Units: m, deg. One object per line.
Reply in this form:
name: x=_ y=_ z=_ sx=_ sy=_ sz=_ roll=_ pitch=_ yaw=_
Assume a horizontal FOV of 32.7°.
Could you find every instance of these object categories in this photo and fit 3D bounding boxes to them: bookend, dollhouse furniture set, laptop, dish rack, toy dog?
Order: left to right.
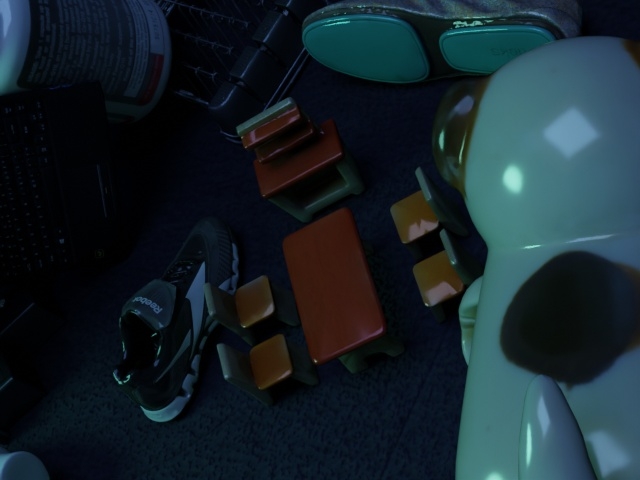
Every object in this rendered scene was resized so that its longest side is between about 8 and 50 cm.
laptop: x=-0.336 y=-0.020 z=1.160 sx=0.264 sy=0.234 sz=0.136 roll=-13 pitch=35 yaw=-16
bookend: x=-0.366 y=0.126 z=1.285 sx=0.156 sy=0.072 sz=0.157 roll=-42 pitch=52 yaw=6
dish rack: x=-0.138 y=-0.252 z=1.349 sx=0.272 sy=0.074 sz=0.208 roll=25 pitch=79 yaw=39
dollhouse furniture set: x=0.000 y=0.000 z=1.090 sx=0.262 sy=0.135 sz=0.259 roll=-28 pitch=55 yaw=16
toy dog: x=0.194 y=0.054 z=0.799 sx=0.285 sy=0.395 sz=0.407 roll=-14 pitch=66 yaw=37

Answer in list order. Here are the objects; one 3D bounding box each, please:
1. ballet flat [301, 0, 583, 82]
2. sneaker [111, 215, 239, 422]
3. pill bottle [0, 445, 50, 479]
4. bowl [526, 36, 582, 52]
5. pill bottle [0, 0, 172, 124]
ballet flat: x=0.132 y=-0.228 z=1.168 sx=0.316 sy=0.107 sz=0.106 roll=10 pitch=51 yaw=29
sneaker: x=-0.157 y=0.071 z=1.166 sx=0.078 sy=0.106 sz=0.234 roll=8 pitch=70 yaw=33
pill bottle: x=-0.404 y=0.288 z=1.193 sx=0.215 sy=0.117 sz=0.117 roll=-15 pitch=59 yaw=24
bowl: x=0.239 y=-0.100 z=1.035 sx=0.170 sy=0.080 sz=0.170 roll=-14 pitch=60 yaw=25
pill bottle: x=-0.323 y=-0.224 z=1.230 sx=0.161 sy=0.283 sz=0.161 roll=-2 pitch=87 yaw=43
